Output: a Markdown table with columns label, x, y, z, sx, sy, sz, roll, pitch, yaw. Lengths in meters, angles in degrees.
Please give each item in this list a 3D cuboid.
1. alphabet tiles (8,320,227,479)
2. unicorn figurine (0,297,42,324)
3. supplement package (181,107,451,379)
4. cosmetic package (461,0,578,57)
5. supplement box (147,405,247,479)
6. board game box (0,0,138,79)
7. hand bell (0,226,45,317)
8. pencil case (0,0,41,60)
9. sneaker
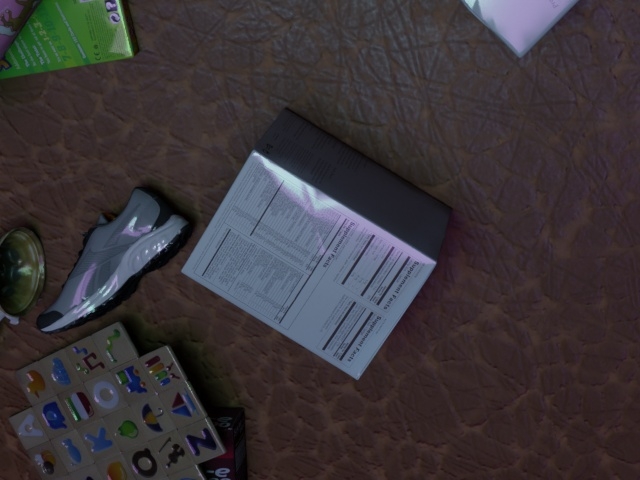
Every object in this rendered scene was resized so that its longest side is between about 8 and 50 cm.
| label | x | y | z | sx | sy | sz | roll | pitch | yaw |
| --- | --- | --- | --- | --- | --- | --- | --- | --- | --- |
| alphabet tiles | -0.297 | 0.277 | 1.977 | 0.342 | 0.011 | 0.285 | -26 | 95 | 33 |
| unicorn figurine | -0.494 | 0.125 | 1.987 | 0.162 | 0.060 | 0.111 | 14 | 113 | 5 |
| supplement package | 0.000 | 0.000 | 1.769 | 0.263 | 0.199 | 0.198 | 31 | 113 | -2 |
| cosmetic package | 0.249 | -0.341 | 1.619 | 0.151 | 0.151 | 0.184 | 44 | 111 | -6 |
| supplement box | -0.175 | 0.361 | 2.008 | 0.130 | 0.073 | 0.239 | 1 | 109 | 11 |
| board game box | -0.378 | -0.285 | 1.825 | 0.259 | 0.039 | 0.124 | -8 | 108 | 11 |
| hand bell | -0.526 | 0.037 | 1.951 | 0.242 | 0.126 | 0.126 | 4 | 111 | 22 |
| pencil case | -0.420 | -0.310 | 1.715 | 0.167 | 0.160 | 0.386 | 35 | 98 | -13 |
| sneaker | -0.298 | 0.032 | 1.905 | 0.271 | 0.100 | 0.108 | -41 | 84 | 18 |
